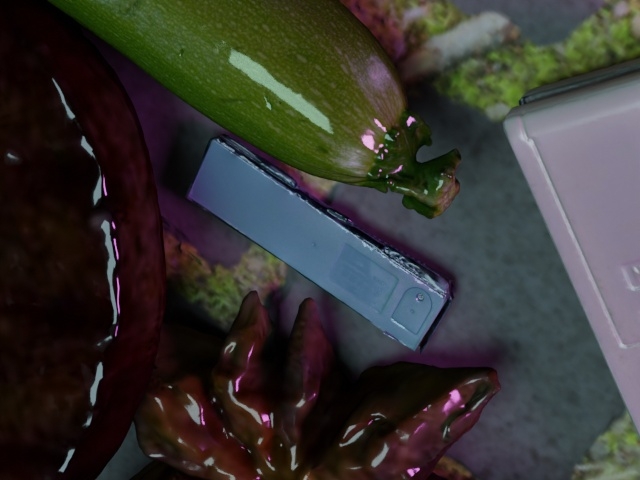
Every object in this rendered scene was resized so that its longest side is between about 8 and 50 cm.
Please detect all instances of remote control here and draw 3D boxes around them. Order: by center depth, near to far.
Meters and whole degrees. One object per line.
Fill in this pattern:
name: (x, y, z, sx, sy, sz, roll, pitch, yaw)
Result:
remote control: (0.201, 0.036, 1.058, 0.103, 0.055, 0.277, -15, 109, 33)

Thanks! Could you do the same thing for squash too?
squash: (-0.078, -0.136, 1.085, 0.378, 0.101, 0.101, 36, 127, 12)

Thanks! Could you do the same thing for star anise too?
star anise: (-0.009, 0.156, 1.202, 0.349, 0.109, 0.292, 33, 131, 7)

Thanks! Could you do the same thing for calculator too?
calculator: (0.000, 0.000, 1.166, 0.172, 0.018, 0.057, 33, 125, 9)

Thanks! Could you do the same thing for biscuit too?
biscuit: (-0.266, 0.000, 1.220, 0.407, 0.091, 0.407, 6, 103, 28)
